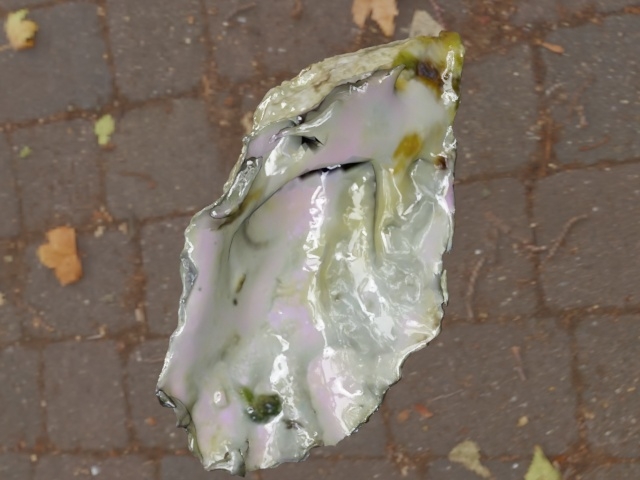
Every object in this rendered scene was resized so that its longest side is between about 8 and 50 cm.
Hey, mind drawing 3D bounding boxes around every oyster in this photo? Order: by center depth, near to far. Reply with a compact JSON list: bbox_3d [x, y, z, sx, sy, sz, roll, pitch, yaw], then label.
[{"bbox_3d":[-0.009,0.004,0.497,0.072,0.132,0.209,-141,57,-65],"label":"oyster"}]
